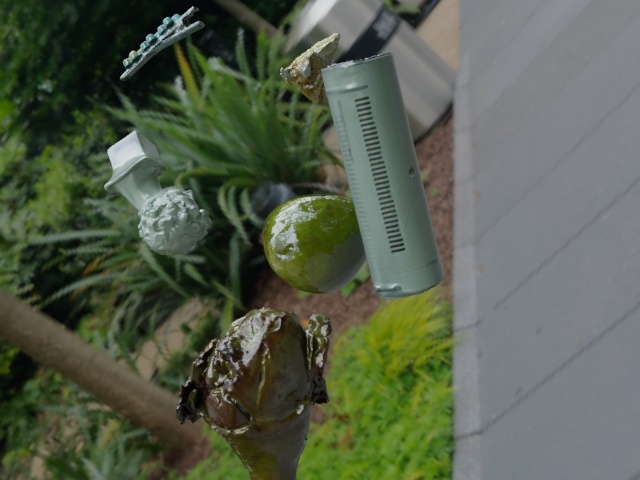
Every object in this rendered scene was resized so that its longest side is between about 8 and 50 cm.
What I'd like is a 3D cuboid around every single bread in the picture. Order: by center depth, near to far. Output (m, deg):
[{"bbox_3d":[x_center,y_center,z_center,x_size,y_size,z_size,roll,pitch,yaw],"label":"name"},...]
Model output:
[{"bbox_3d":[0.005,-0.393,2.116,0.152,0.127,0.147,-44,9,20],"label":"bread"}]

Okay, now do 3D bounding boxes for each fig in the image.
[{"bbox_3d":[0.000,0.000,1.601,0.191,0.181,0.181,-32,13,-4],"label":"fig"}]

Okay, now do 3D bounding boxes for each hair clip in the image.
[{"bbox_3d":[-0.261,-0.320,1.525,0.173,0.049,0.049,-33,20,17],"label":"hair clip"}]

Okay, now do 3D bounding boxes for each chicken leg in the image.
[{"bbox_3d":[-0.099,0.265,1.344,0.140,0.211,0.361,-72,-9,-69],"label":"chicken leg"}]

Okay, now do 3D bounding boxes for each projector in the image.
[{"bbox_3d":[0.089,-0.092,1.339,0.108,0.337,0.108,-14,9,2],"label":"projector"}]

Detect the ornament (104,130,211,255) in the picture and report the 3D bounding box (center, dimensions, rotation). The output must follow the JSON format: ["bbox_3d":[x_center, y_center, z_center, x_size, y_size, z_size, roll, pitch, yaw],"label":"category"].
[{"bbox_3d":[-0.327,-0.087,1.806,0.130,0.285,0.120,-46,-27,9],"label":"ornament"}]
